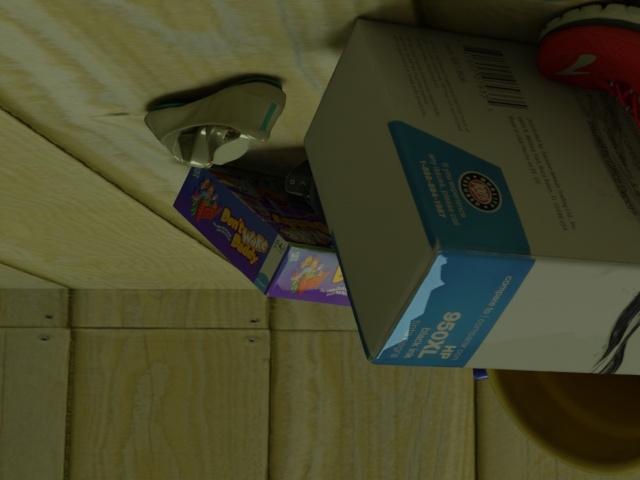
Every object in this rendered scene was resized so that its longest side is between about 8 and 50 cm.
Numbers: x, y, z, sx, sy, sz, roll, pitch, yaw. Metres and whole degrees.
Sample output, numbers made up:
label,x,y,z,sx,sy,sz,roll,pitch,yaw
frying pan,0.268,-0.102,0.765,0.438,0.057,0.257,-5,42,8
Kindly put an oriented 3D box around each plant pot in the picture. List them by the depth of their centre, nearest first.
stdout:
label,x,y,z,sx,sy,sz,roll,pitch,yaw
plant pot,0.351,0.102,1.687,0.254,0.254,0.239,-7,-165,44

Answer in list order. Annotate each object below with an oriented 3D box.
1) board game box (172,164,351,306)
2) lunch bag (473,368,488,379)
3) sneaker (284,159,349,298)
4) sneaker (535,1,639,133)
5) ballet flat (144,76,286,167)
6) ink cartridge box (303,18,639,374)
label,x,y,z,sx,sy,sz,roll,pitch,yaw
board game box,0.000,0.000,2.063,0.347,0.078,0.233,9,-155,-46
lunch bag,0.220,0.033,1.925,0.138,0.293,0.221,-3,171,25
sneaker,0.025,-0.018,1.885,0.163,0.226,0.086,1,148,26
sneaker,0.295,-0.123,1.270,0.279,0.118,0.107,19,170,36
ballet flat,-0.125,-0.120,1.640,0.086,0.086,0.248,6,171,-32
ink cartridge box,0.216,-0.033,1.374,0.395,0.285,0.166,5,136,-23
